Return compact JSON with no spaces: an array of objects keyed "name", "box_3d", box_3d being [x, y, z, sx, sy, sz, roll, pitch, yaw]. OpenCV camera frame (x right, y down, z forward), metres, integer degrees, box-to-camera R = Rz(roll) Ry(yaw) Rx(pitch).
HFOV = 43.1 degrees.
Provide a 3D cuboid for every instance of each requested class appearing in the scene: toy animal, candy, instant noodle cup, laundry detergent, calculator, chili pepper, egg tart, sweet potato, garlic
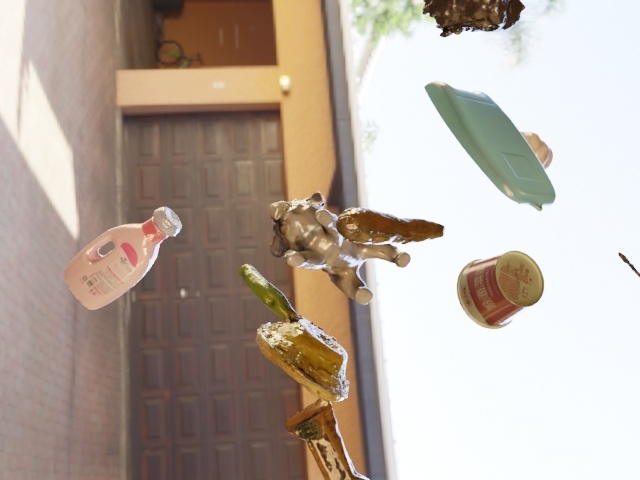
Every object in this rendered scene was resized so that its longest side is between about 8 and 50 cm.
[{"name":"toy animal","box_3d":[0.000,0.000,1.975,0.194,0.344,0.303,-56,-145,2]},{"name":"candy","box_3d":[0.016,0.570,2.202,0.271,0.143,0.101,63,1,1]},{"name":"instant noodle cup","box_3d":[0.560,0.140,2.490,0.178,0.235,0.234,138,-49,-60]},{"name":"laundry detergent","box_3d":[-0.509,0.035,2.109,0.159,0.335,0.088,53,12,0]},{"name":"calculator","box_3d":[0.399,-0.218,1.850,0.054,0.256,0.386,-46,-121,34]},{"name":"chili pepper","box_3d":[-0.125,0.123,1.899,0.202,0.052,0.050,41,-40,32]},{"name":"egg tart","box_3d":[-0.026,0.277,2.000,0.116,0.295,0.295,-51,-166,4]},{"name":"sweet potato","box_3d":[0.141,-0.023,1.645,0.075,0.273,0.075,-11,-103,53]},{"name":"garlic","box_3d":[0.618,-0.219,2.546,0.199,0.199,0.226,111,-9,-70]}]

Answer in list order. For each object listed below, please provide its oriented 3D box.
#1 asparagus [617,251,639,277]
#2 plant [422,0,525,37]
[{"name":"asparagus","box_3d":[0.729,0.087,1.828,0.166,0.016,0.013,46,-45,5]},{"name":"plant","box_3d":[0.302,-0.523,1.693,0.178,0.234,0.204,-19,120,-60]}]
